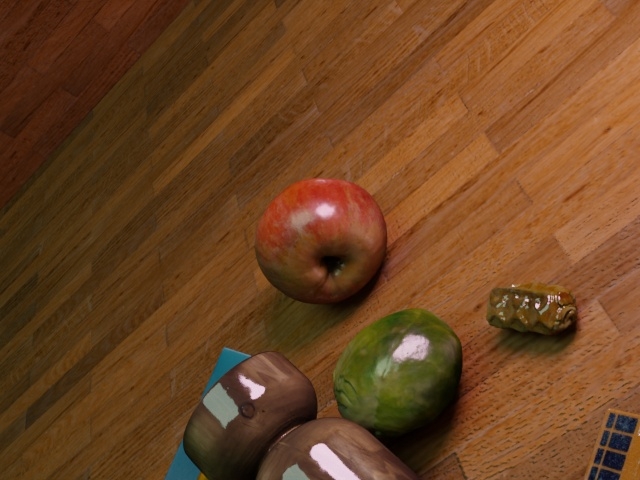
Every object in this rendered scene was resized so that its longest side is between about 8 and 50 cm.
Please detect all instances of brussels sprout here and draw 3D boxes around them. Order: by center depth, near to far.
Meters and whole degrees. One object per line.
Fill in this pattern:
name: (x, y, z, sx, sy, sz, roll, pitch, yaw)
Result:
brussels sprout: (0.099, 0.173, 1.015, 0.161, 0.144, 0.180, 41, 104, 44)

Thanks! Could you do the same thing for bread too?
bread: (0.265, 0.083, 0.969, 0.110, 0.060, 0.066, 0, 35, 50)

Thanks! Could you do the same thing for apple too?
apple: (0.000, 0.000, 1.225, 0.209, 0.209, 0.164, -43, 33, 17)

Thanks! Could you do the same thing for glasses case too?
glasses case: (-0.163, 0.330, 1.264, 0.117, 0.070, 0.301, 9, 68, 45)

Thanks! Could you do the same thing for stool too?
stool: (-0.017, 0.284, 0.955, 0.264, 0.179, 0.179, 38, 94, 28)

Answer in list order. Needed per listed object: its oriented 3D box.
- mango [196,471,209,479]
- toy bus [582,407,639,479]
mango: (-0.110, 0.391, 1.066, 0.119, 0.176, 0.317, -27, 25, 5)
toy bus: (0.301, 0.264, 0.758, 0.103, 0.091, 0.182, 4, 64, 52)
